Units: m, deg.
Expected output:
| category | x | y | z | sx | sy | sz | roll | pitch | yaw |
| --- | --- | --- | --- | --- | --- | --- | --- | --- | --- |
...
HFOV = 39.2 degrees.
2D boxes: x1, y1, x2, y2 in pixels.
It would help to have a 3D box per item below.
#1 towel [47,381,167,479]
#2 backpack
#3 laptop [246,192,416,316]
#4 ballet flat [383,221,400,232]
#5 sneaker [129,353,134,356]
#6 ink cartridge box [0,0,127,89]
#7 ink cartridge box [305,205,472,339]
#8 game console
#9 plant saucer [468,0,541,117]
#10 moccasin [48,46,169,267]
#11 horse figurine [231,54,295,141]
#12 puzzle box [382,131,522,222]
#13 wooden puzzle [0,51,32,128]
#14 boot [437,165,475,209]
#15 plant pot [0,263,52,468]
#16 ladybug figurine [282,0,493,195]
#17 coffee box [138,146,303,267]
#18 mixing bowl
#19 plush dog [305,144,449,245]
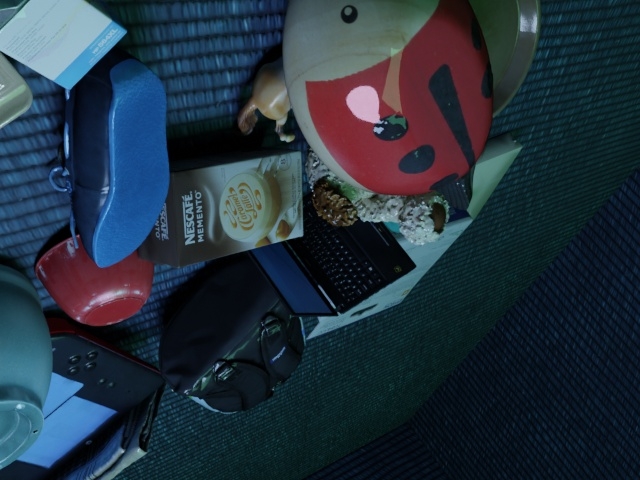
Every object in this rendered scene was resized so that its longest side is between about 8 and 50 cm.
| category | x | y | z | sx | sy | sz | roll | pitch | yaw |
| --- | --- | --- | --- | --- | --- | --- | --- | --- | --- |
| towel | -0.440 | 0.399 | 1.714 | 0.324 | 0.056 | 0.312 | -37 | -166 | 8 |
| backpack | -0.159 | 0.197 | 1.726 | 0.290 | 0.273 | 0.355 | -47 | 146 | -9 |
| laptop | 0.000 | 0.000 | 1.556 | 0.264 | 0.234 | 0.136 | -31 | 158 | -15 |
| ballet flat | 0.117 | -0.105 | 1.714 | 0.077 | 0.091 | 0.241 | -63 | 143 | -21 |
| sneaker | -0.411 | 0.289 | 1.737 | 0.166 | 0.065 | 0.076 | -35 | 162 | -3 |
| ink cartridge box | -0.277 | -0.229 | 0.870 | 0.090 | 0.092 | 0.143 | -41 | 158 | 8 |
| ink cartridge box | 0.135 | 0.063 | 1.974 | 0.324 | 0.071 | 0.330 | -16 | 153 | -43 |
| game console | -0.496 | 0.304 | 1.535 | 0.386 | 0.060 | 0.342 | -39 | 142 | 5 |
| plant saucer | 0.256 | -0.316 | 1.457 | 0.278 | 0.041 | 0.278 | -24 | 130 | -32 |
| moccasin | -0.259 | -0.109 | 1.118 | 0.137 | 0.117 | 0.342 | -35 | 157 | -41 |
| horse figurine | -0.029 | -0.234 | 1.275 | 0.263 | 0.066 | 0.174 | -41 | 158 | 8 |
| puzzle box | 0.247 | -0.086 | 2.005 | 0.409 | 0.052 | 0.272 | -22 | 154 | -34 |
| wooden puzzle | -0.428 | -0.151 | 0.875 | 0.221 | 0.044 | 0.239 | -35 | 154 | -5 |
| boot | 0.281 | -0.199 | 1.703 | 0.223 | 0.118 | 0.338 | -62 | 171 | -11 |
| plant pot | -0.487 | 0.199 | 1.203 | 0.293 | 0.196 | 0.293 | -25 | 148 | -17 |
| ladybug figurine | 0.118 | -0.216 | 1.230 | 0.305 | 0.162 | 0.449 | -50 | 140 | -9 |
| coffee box | -0.146 | -0.055 | 1.331 | 0.246 | 0.098 | 0.141 | -16 | 110 | -43 |
| mixing bowl | -0.321 | 0.064 | 1.330 | 0.181 | 0.098 | 0.181 | -20 | 158 | -8 |
| plush dog | 0.071 | -0.118 | 1.480 | 0.225 | 0.262 | 0.210 | 17 | 156 | -38 |
